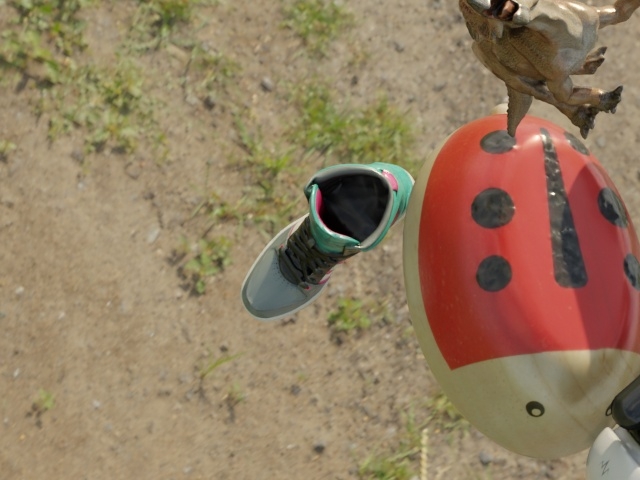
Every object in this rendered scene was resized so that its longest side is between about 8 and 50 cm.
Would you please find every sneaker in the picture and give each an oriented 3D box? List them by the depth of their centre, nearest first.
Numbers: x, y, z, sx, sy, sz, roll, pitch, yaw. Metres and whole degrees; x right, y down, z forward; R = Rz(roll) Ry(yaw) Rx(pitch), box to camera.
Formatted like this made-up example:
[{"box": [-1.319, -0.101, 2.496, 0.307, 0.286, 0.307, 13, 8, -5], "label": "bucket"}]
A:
[{"box": [0.000, 0.000, 1.458, 0.295, 0.178, 0.124, -42, 80, 4], "label": "sneaker"}]

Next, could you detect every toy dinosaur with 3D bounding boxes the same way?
[{"box": [0.192, -0.198, 1.051, 0.200, 0.296, 0.127, 19, 77, -3], "label": "toy dinosaur"}]

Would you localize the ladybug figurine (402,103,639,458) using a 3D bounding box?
[{"box": [0.257, 0.028, 1.316, 0.305, 0.162, 0.449, -3, 68, -15], "label": "ladybug figurine"}]

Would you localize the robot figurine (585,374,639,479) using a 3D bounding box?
[{"box": [0.393, 0.204, 1.071, 0.209, 0.278, 0.173, 52, 7, 18], "label": "robot figurine"}]
